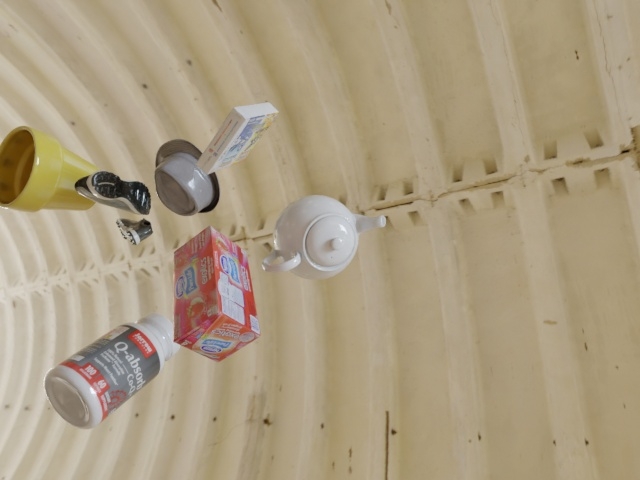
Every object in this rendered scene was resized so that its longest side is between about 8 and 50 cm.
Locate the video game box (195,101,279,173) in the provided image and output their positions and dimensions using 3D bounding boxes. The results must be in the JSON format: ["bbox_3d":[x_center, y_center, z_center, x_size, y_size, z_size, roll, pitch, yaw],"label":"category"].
[{"bbox_3d":[-0.213,-0.271,1.124,0.048,0.205,0.187,45,-62,-2],"label":"video game box"}]

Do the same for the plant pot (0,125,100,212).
[{"bbox_3d":[-0.847,-0.199,1.356,0.254,0.239,0.253,-6,-103,29],"label":"plant pot"}]

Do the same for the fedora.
[{"bbox_3d":[-0.474,-0.190,1.457,0.244,0.124,0.275,-8,-58,24],"label":"fedora"}]

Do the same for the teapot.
[{"bbox_3d":[0.000,0.000,1.138,0.255,0.253,0.187,-66,-156,-1],"label":"teapot"}]

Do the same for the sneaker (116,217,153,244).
[{"bbox_3d":[-0.723,-0.048,1.684,0.234,0.106,0.078,22,-47,47],"label":"sneaker"}]

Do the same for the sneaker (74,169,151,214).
[{"bbox_3d":[-0.637,-0.147,1.347,0.108,0.271,0.100,-4,-104,19],"label":"sneaker"}]

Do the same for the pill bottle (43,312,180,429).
[{"bbox_3d":[-0.629,0.386,1.343,0.211,0.363,0.210,10,-66,22],"label":"pill bottle"}]

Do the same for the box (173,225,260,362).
[{"bbox_3d":[-0.230,0.110,0.926,0.123,0.128,0.256,-33,-136,14],"label":"box"}]
